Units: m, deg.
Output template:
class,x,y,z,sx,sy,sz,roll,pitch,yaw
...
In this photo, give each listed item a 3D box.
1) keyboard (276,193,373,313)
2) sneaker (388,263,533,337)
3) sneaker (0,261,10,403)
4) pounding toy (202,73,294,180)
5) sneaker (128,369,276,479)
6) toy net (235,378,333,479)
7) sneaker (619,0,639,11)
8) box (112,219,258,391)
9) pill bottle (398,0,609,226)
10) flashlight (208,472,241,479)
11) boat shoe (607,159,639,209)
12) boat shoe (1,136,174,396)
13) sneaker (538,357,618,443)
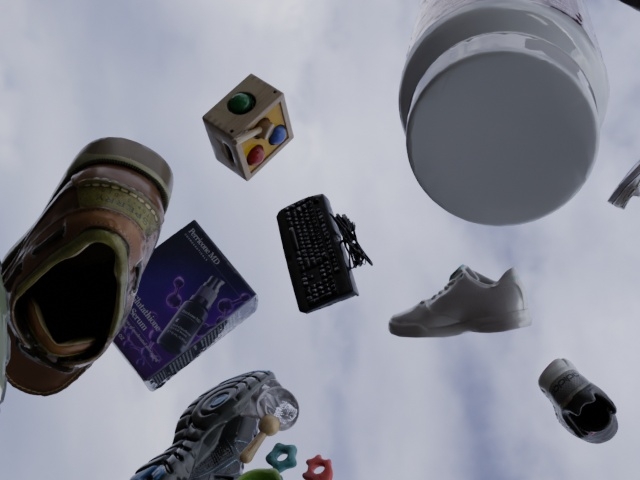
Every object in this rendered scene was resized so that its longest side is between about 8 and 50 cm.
class,x,y,z,sx,sy,sz,roll,pitch,yaw
keyboard,0.000,0.000,1.198,0.192,0.100,0.038,-108,175,-47
sneaker,0.182,0.081,1.325,0.212,0.080,0.094,-11,-93,36
sneaker,-0.247,0.149,0.466,0.158,0.182,0.410,-32,-119,23
pounding toy,-0.107,-0.168,1.497,0.100,0.130,0.141,35,-22,26
sneaker,-0.169,0.340,1.568,0.125,0.341,0.139,-17,-68,45
toy net,-0.050,0.254,1.247,0.232,0.122,0.045,-95,169,-47
sneaker,0.356,-0.352,1.162,0.217,0.079,0.121,56,-18,14
box,-0.217,0.096,1.451,0.153,0.207,0.108,48,-14,11
pill bottle,0.205,-0.187,1.123,0.392,0.224,0.224,-72,164,-60
flashlight,-0.018,0.406,1.417,0.103,0.304,0.103,-56,150,-87
boat shoe,0.443,-0.077,1.390,0.035,0.035,0.100,34,-38,8
boat shoe,-0.213,0.051,0.794,0.104,0.111,0.307,-84,-161,-44
sneaker,0.316,0.206,1.161,0.170,0.063,0.075,47,5,-41
